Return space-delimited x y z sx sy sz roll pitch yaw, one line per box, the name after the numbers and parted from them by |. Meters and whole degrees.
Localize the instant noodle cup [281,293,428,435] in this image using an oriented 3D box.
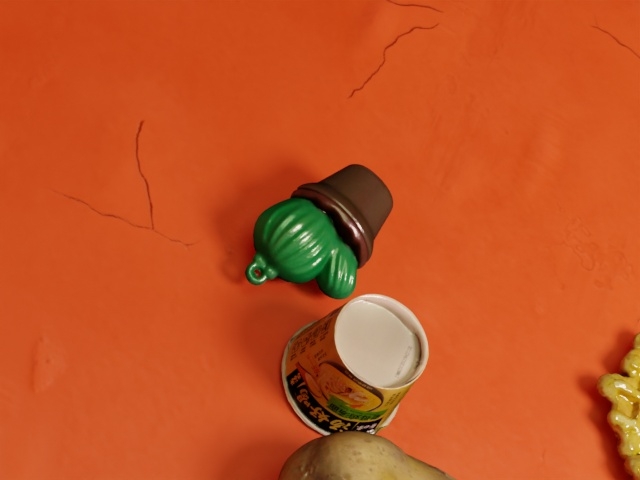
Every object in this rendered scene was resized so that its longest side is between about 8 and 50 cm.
0.043 0.136 1.473 0.151 0.122 0.151 9 61 -17 | instant noodle cup

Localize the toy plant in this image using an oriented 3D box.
0.000 0.000 1.553 0.200 0.105 0.143 -44 96 -18 | toy plant

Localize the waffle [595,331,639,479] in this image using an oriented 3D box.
0.495 0.239 1.643 0.312 0.060 0.307 -24 73 -30 | waffle

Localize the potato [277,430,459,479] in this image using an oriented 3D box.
0.090 0.312 1.380 0.296 0.141 0.192 18 39 -11 | potato
